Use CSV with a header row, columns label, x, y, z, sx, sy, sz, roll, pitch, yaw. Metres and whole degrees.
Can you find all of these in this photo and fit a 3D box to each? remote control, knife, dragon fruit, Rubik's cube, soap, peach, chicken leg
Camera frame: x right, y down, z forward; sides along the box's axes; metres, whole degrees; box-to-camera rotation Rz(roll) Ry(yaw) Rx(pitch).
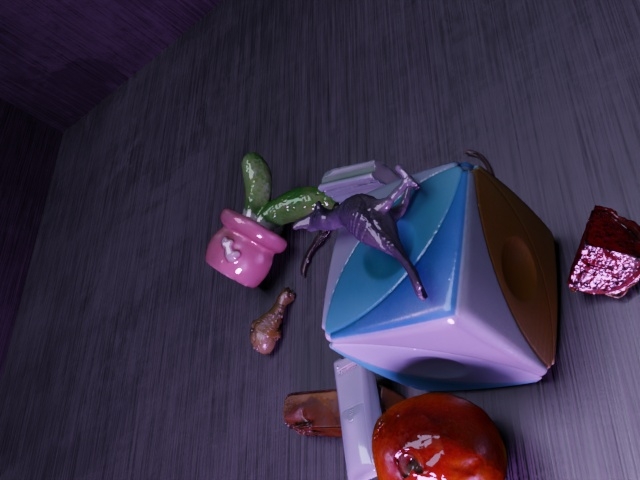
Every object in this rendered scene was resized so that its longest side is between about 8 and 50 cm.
label,x,y,z,sx,sy,sz,roll,pitch,yaw
remote control,0.078,0.365,1.663,0.103,0.051,0.293,-33,45,29
knife,-0.003,-0.001,2.171,0.045,0.021,0.222,30,92,54
dragon fruit,0.552,0.023,1.499,0.161,0.120,0.127,-61,-14,-46
Rubik's cube,0.244,0.089,1.562,0.351,0.352,0.347,-15,55,40
soap,0.101,-0.152,2.084,0.198,0.114,0.063,-9,58,44
peach,0.211,0.399,1.452,0.281,0.281,0.238,22,83,52
chicken leg,-0.131,0.212,2.132,0.085,0.069,0.198,8,65,49

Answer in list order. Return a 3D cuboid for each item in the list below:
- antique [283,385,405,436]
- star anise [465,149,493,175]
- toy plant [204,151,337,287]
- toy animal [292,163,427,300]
label,x,y,z,sx,sy,sz,roll,pitch,yaw
antique,0.045,0.396,1.790,0.310,0.087,0.093,-14,57,42
star anise,0.379,-0.102,1.820,0.227,0.218,0.148,-38,-20,-45
toy plant,-0.157,-0.038,2.242,0.317,0.210,0.356,30,83,20
toy animal,0.115,-0.044,1.448,0.367,0.081,0.206,29,84,45
